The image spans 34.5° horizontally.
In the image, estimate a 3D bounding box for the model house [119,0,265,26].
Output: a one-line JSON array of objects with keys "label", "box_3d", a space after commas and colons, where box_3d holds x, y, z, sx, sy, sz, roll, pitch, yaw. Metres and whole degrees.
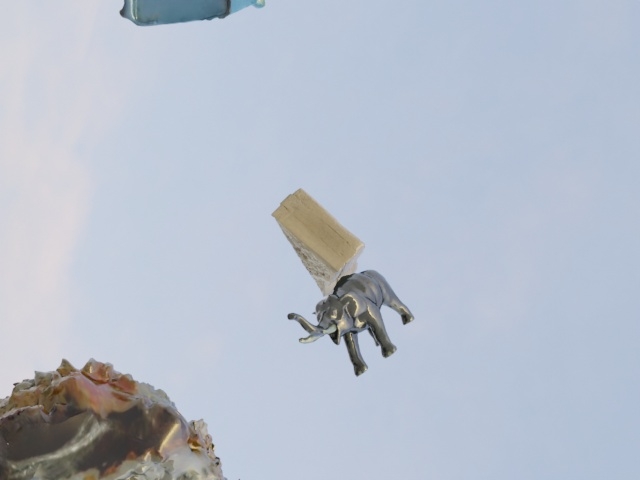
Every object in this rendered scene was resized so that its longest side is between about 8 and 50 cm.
[{"label": "model house", "box_3d": [-0.209, -0.521, 1.846, 0.216, 0.303, 0.237, -2, -73, 25]}]

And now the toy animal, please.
[{"label": "toy animal", "box_3d": [0.049, 0.124, 1.516, 0.082, 0.269, 0.137, -34, -92, 30]}]

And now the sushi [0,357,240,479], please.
[{"label": "sushi", "box_3d": [-0.309, 0.368, 1.382, 0.176, 0.418, 0.417, 43, -67, 56]}]

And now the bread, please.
[{"label": "bread", "box_3d": [-0.009, 0.004, 1.652, 0.152, 0.077, 0.105, 43, -25, 11]}]
